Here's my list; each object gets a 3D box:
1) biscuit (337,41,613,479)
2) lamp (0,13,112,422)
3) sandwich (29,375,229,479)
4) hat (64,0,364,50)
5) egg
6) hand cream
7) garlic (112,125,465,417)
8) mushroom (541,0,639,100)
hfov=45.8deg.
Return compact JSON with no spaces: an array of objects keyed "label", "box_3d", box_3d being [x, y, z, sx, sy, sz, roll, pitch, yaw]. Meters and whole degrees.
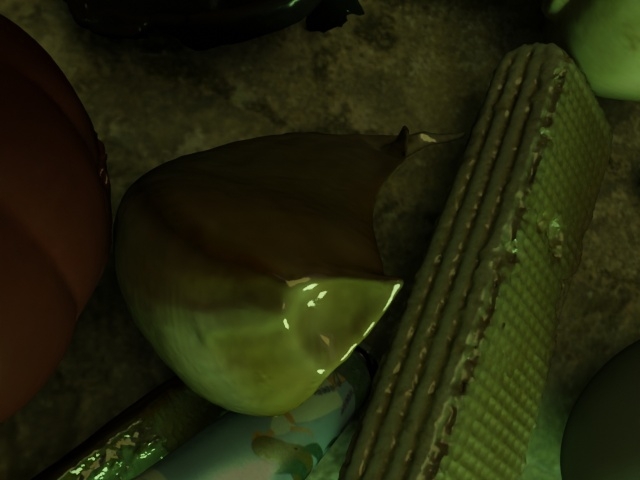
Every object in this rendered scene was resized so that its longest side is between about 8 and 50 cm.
[{"label":"biscuit","box_3d":[0.140,0.045,0.605,0.144,0.079,0.426,42,63,-40]},{"label":"lamp","box_3d":[-0.259,-0.003,0.377,0.303,0.257,0.303,-7,53,9]},{"label":"sandwich","box_3d":[-0.131,0.170,0.482,0.258,0.096,0.094,-37,97,-23]},{"label":"hat","box_3d":[-0.043,-0.298,0.558,0.238,0.336,0.209,32,27,6]},{"label":"egg","box_3d":[0.298,0.160,0.606,0.232,0.176,0.176,-20,85,-25]},{"label":"hand cream","box_3d":[-0.034,0.134,0.490,0.256,0.055,0.088,-32,93,-54]},{"label":"garlic","box_3d":[-0.010,-0.002,0.525,0.338,0.196,0.151,-52,132,-64]},{"label":"mushroom","box_3d":[0.233,-0.271,0.656,0.336,0.314,0.314,5,73,6]}]
